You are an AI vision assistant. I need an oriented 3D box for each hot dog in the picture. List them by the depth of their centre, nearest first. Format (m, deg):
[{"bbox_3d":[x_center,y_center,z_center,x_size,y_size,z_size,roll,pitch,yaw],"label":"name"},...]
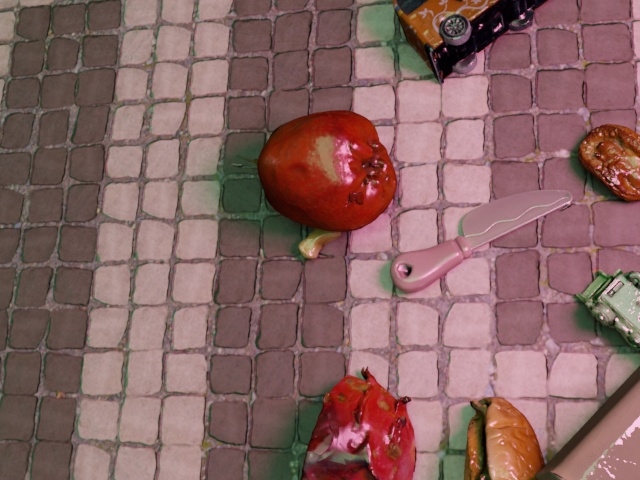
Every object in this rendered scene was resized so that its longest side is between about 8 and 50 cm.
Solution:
[{"bbox_3d":[0.496,-0.132,1.418,0.099,0.065,0.147,-44,70,9],"label":"hot dog"}]

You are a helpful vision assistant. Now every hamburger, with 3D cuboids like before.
[{"bbox_3d":[0.285,0.332,1.296,0.135,0.155,0.208,0,67,10],"label":"hamburger"}]

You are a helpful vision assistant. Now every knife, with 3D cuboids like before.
[{"bbox_3d":[0.269,-0.013,1.465,0.335,0.043,0.081,-28,62,-1],"label":"knife"}]

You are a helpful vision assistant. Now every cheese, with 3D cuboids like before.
[{"bbox_3d":[0.000,0.000,1.526,0.083,0.030,0.044,-43,62,-7],"label":"cheese"}]

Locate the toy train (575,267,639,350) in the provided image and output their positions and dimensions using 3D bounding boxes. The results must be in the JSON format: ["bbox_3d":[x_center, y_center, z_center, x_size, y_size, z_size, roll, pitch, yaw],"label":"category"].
[{"bbox_3d":[0.483,0.109,1.346,0.149,0.081,0.099,42,86,15],"label":"toy train"}]

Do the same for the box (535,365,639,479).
[{"bbox_3d":[0.535,0.326,1.162,0.344,0.177,0.352,-40,76,-11],"label":"box"}]

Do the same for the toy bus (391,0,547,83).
[{"bbox_3d":[0.277,-0.433,1.527,0.275,0.138,0.167,-36,67,5],"label":"toy bus"}]

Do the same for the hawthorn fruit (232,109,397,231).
[{"bbox_3d":[-0.019,-0.122,1.483,0.299,0.211,0.211,3,74,26],"label":"hawthorn fruit"}]

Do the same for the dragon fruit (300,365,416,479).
[{"bbox_3d":[0.070,0.337,1.356,0.161,0.126,0.274,13,78,19],"label":"dragon fruit"}]
